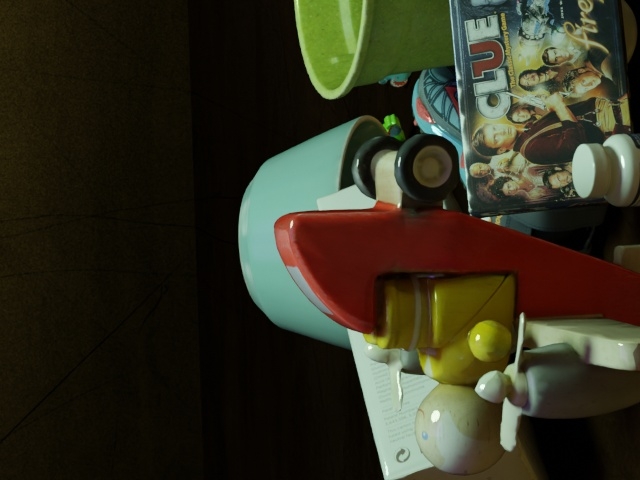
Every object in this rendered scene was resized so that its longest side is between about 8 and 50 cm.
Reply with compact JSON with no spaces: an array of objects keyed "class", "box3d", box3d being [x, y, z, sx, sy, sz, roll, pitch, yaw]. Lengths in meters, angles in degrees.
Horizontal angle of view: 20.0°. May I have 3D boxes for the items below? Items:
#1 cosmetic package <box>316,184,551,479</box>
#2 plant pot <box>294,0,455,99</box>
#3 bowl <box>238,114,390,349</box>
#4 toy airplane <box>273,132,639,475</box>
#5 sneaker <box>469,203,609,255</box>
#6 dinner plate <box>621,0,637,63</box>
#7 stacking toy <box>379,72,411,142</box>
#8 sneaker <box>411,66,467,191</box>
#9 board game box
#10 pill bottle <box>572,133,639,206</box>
[{"class":"cosmetic package","box3d":[0.129,0.126,2.058,0.217,0.156,0.385,57,-163,-55]},{"class":"plant pot","box3d":[0.127,-0.293,1.963,0.276,0.253,0.276,177,90,-75]},{"class":"bowl","box3d":[0.000,0.000,2.345,0.311,0.163,0.312,-4,-90,-71]},{"class":"toy airplane","box3d":[0.178,0.086,1.638,0.386,0.384,0.272,26,-98,-62]},{"class":"sneaker","box3d":[0.229,-0.036,1.880,0.127,0.126,0.321,-139,46,-64]},{"class":"dinner plate","box3d":[0.245,-0.197,1.807,0.017,0.141,0.141,49,-159,-52]},{"class":"stacking toy","box3d":[0.107,-0.256,2.418,0.221,0.052,0.167,104,159,-49]},{"class":"sneaker","box3d":[0.195,-0.145,2.075,0.262,0.104,0.125,57,135,47]},{"class":"board game box","box3d":[0.215,-0.151,1.758,0.042,0.165,0.243,18,-114,-74]},{"class":"pill bottle","box3d":[0.294,-0.064,1.655,0.067,0.120,0.067,178,90,-74]}]
